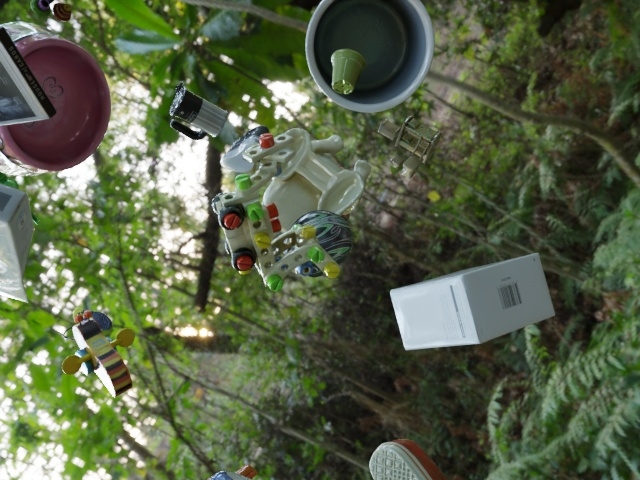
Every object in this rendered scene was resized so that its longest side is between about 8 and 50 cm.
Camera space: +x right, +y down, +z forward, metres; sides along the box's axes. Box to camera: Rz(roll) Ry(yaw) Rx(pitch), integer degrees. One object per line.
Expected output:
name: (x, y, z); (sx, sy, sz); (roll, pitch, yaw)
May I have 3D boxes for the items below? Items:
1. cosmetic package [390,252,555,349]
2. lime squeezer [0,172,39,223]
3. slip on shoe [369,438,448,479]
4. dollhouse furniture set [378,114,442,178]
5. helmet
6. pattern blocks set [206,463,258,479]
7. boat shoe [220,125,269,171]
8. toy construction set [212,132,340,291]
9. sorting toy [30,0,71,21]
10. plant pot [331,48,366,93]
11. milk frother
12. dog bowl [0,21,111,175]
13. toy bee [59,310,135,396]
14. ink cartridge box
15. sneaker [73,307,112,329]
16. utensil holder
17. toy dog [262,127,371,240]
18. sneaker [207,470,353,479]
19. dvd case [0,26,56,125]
cosmetic package: (0.307, 0.128, 1.407); (0.224, 0.138, 0.225); (-12, -3, -33)
lime squeezer: (-0.990, -0.184, 2.187); (0.059, 0.110, 0.310); (-54, -34, -31)
slip on shoe: (0.219, 0.494, 1.227); (0.123, 0.331, 0.101); (-44, -15, 27)
dollhouse furniture set: (0.242, -0.301, 2.066); (0.161, 0.182, 0.101); (-46, -17, -38)
helmet: (0.000, 0.000, 1.785); (0.161, 0.169, 0.169); (-40, 4, 19)
pattern blocks set: (-0.221, 0.763, 1.878); (0.325, 0.026, 0.285); (7, -97, -50)
boat shoe: (-0.199, -0.249, 1.839); (0.228, 0.080, 0.076); (-27, 43, 61)
toy construction set: (-0.094, -0.042, 1.369); (0.151, 0.215, 0.327); (-134, 27, -66)
sorting toy: (-0.654, -0.577, 1.689); (0.042, 0.061, 0.102); (-18, -11, 38)
plant pot: (0.058, -0.385, 1.596); (0.083, 0.083, 0.079); (109, 174, -66)
milk frother: (-0.338, -0.364, 1.886); (0.129, 0.135, 0.143); (-28, 45, 46)
dog bowl: (-0.730, -0.359, 1.811); (0.408, 0.150, 0.408); (-26, -57, -50)
toy bee: (-0.616, 0.279, 1.835); (0.195, 0.298, 0.162); (-51, -25, -46)
ink cartridge box: (-0.784, -0.020, 1.500); (0.385, 0.308, 0.091); (117, 170, -57)
sneaker: (-0.743, 0.259, 2.273); (0.059, 0.144, 0.053); (56, -125, -67)
utensil holder: (0.128, -0.540, 1.905); (0.385, 0.328, 0.327); (-86, 21, -73)
toy dog: (-0.007, -0.136, 2.170); (0.395, 0.285, 0.408); (-61, -9, 10)
sneaker: (-0.005, 0.352, 0.883); (0.131, 0.296, 0.112); (-67, -12, 3)
dvd case: (-0.637, -0.301, 1.307); (0.029, 0.239, 0.179); (-63, -39, -42)
